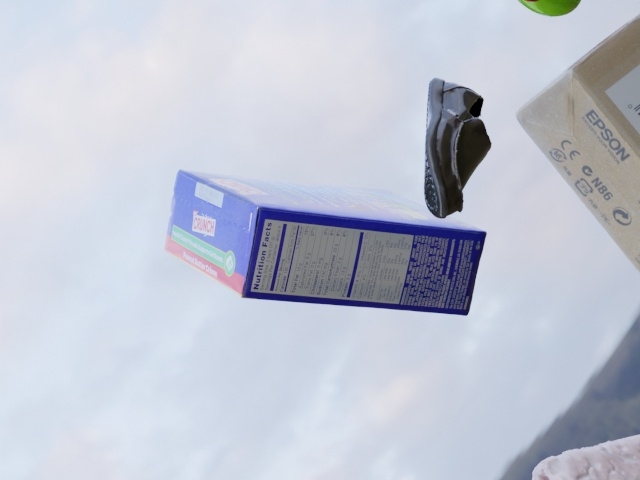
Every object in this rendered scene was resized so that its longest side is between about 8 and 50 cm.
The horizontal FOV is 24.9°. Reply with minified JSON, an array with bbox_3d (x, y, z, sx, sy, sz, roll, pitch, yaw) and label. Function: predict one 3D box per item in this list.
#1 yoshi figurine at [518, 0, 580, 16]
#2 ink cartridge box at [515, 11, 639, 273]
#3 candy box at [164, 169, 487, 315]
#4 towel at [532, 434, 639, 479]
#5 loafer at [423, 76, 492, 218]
[{"bbox_3d":[0.096,-0.337,1.330,0.203,0.362,0.203,-59,1,-9],"label":"yoshi figurine"},{"bbox_3d":[0.301,-0.070,1.160,0.193,0.235,0.088,-37,-3,-34],"label":"ink cartridge box"},{"bbox_3d":[0.000,0.000,1.822,0.317,0.268,0.122,7,-80,-27],"label":"candy box"},{"bbox_3d":[0.437,0.322,1.564,0.332,0.317,0.053,-5,-48,-38],"label":"towel"},{"bbox_3d":[0.161,-0.114,1.696,0.080,0.078,0.220,88,-174,-47],"label":"loafer"}]
